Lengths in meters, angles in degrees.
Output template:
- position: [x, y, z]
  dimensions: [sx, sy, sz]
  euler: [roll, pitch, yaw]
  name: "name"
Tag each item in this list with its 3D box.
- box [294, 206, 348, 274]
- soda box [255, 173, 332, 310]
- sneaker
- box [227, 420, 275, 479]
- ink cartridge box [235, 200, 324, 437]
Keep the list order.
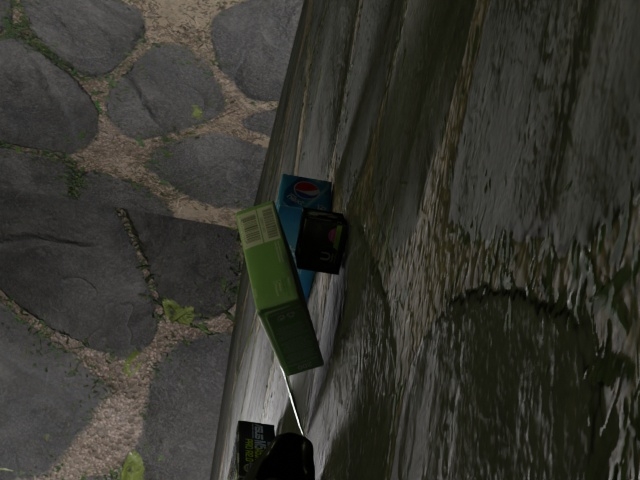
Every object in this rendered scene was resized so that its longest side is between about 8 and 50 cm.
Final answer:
- position: [0.000, 0.000, 1.515]
  dimensions: [0.083, 0.052, 0.062]
  euler: [-103, 23, -79]
  name: "box"
- position: [-0.038, 0.010, 1.784]
  dimensions: [0.067, 0.071, 0.210]
  euler: [-86, 8, -47]
  name: "soda box"
- position: [-0.055, 0.310, 1.285]
  dimensions: [0.286, 0.109, 0.130]
  euler: [-90, 18, -52]
  name: "sneaker"
- position: [-0.115, 0.429, 1.889]
  dimensions: [0.216, 0.060, 0.270]
  euler: [-107, 27, -77]
  name: "box"
- position: [-0.038, 0.095, 1.519]
  dimensions: [0.171, 0.056, 0.235]
  euler: [-107, -1, -47]
  name: "ink cartridge box"
